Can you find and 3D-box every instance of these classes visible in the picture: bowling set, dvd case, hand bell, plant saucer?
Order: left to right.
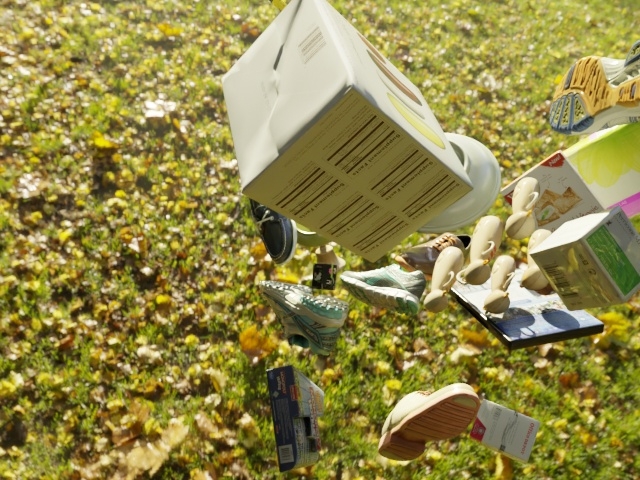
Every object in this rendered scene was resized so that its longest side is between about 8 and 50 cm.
[{"bbox_3d":[-0.013,-0.093,1.800,0.241,0.037,0.240,-11,59,20],"label":"plant saucer"},{"bbox_3d":[0.000,0.000,2.015,0.126,0.241,0.126,-16,23,7],"label":"hand bell"},{"bbox_3d":[0.357,-0.211,1.690,0.401,0.100,0.400,-8,55,12],"label":"plant saucer"},{"bbox_3d":[0.364,0.120,1.008,0.181,0.022,0.253,-8,22,-12],"label":"dvd case"},{"bbox_3d":[0.330,0.053,0.913,0.200,0.287,0.154,31,49,-1],"label":"bowling set"}]

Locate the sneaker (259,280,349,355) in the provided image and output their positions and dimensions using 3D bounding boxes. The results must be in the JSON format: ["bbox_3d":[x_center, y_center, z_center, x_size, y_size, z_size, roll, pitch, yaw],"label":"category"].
[{"bbox_3d":[-0.058,0.160,1.143,0.110,0.122,0.283,10,3,-33],"label":"sneaker"}]

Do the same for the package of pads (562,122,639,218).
[{"bbox_3d":[0.727,-0.162,1.358,0.229,0.297,0.101,57,32,1],"label":"package of pads"}]

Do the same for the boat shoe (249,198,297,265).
[{"bbox_3d":[-0.142,-0.072,1.453,0.091,0.114,0.302,26,37,-46],"label":"boat shoe"}]

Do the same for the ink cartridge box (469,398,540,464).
[{"bbox_3d":[0.481,0.499,1.407,0.151,0.063,0.109,17,65,29],"label":"ink cartridge box"}]

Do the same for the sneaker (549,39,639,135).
[{"bbox_3d":[0.417,-0.185,0.703,0.131,0.111,0.296,11,6,-7],"label":"sneaker"}]

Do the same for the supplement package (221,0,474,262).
[{"bbox_3d":[0.024,-0.118,0.588,0.203,0.149,0.194,27,34,-41],"label":"supplement package"}]

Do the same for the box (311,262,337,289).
[{"bbox_3d":[0.012,0.116,1.736,0.062,0.052,0.083,8,86,-40],"label":"box"}]

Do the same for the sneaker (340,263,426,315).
[{"bbox_3d":[0.108,0.072,0.908,0.167,0.065,0.076,14,58,42],"label":"sneaker"}]

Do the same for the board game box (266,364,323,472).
[{"bbox_3d":[-0.038,0.367,1.120,0.060,0.194,0.194,-15,69,14],"label":"board game box"}]

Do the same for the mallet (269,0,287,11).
[{"bbox_3d":[-0.059,-0.373,0.830,0.190,0.062,0.039,45,31,-21],"label":"mallet"}]

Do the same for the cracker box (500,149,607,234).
[{"bbox_3d":[0.546,-0.068,1.229,0.232,0.156,0.067,55,28,7],"label":"cracker box"}]

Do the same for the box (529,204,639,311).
[{"bbox_3d":[0.360,0.026,0.712,0.087,0.102,0.101,-34,89,-21],"label":"box"}]

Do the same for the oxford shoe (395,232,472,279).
[{"bbox_3d":[0.361,0.032,1.695,0.130,0.132,0.364,42,27,27],"label":"oxford shoe"}]

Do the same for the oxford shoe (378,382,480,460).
[{"bbox_3d":[0.268,0.445,1.412,0.141,0.397,0.146,25,45,-13],"label":"oxford shoe"}]
